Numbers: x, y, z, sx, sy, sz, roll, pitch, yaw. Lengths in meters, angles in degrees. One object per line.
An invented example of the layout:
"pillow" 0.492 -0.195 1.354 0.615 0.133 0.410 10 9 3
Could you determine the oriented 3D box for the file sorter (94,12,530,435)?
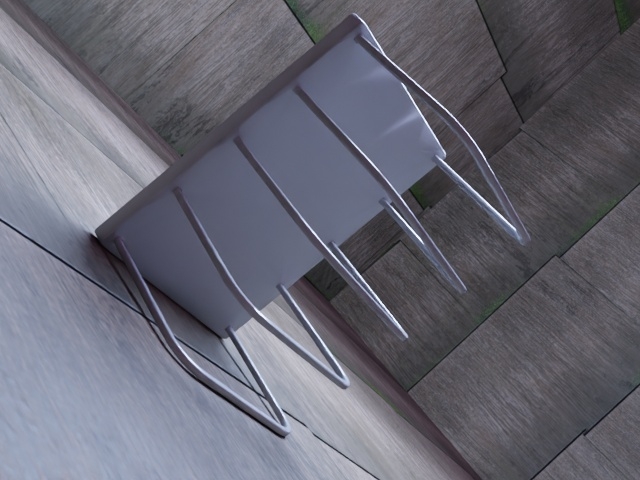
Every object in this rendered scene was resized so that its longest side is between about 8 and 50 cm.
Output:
"file sorter" 0.000 0.000 0.745 0.193 0.278 0.173 47 4 -48
